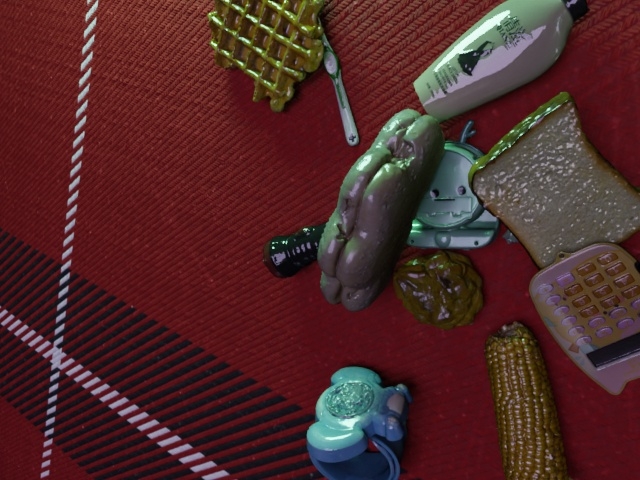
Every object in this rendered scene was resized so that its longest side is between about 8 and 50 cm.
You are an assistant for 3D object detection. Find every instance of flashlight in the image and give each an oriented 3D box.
[{"bbox_3d":[0.000,0.000,0.938,0.232,0.093,0.093,-24,84,28],"label":"flashlight"}]

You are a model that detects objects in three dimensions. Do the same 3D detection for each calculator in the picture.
[{"bbox_3d":[0.408,0.105,0.704,0.157,0.033,0.236,-35,98,30],"label":"calculator"}]

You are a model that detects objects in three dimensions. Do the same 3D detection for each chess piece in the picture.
[{"bbox_3d":[0.311,-0.038,0.776,0.042,0.042,0.093,23,115,27],"label":"chess piece"}]

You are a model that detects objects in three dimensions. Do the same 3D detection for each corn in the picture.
[{"bbox_3d":[0.321,0.276,0.771,0.106,0.106,0.293,-11,90,32],"label":"corn"}]

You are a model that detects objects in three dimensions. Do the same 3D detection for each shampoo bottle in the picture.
[{"bbox_3d":[0.268,-0.280,0.744,0.257,0.078,0.127,-31,70,27],"label":"shampoo bottle"}]

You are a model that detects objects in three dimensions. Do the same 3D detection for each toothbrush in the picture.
[{"bbox_3d":[0.021,-0.321,0.917,0.030,0.030,0.304,-16,88,32],"label":"toothbrush"}]

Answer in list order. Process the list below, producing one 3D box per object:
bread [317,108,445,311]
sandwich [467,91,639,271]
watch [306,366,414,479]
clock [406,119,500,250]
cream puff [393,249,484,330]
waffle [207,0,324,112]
[{"bbox_3d":[0.082,-0.034,0.756,0.102,0.183,0.337,27,110,18],"label":"bread"},{"bbox_3d":[0.334,-0.069,0.697,0.214,0.065,0.186,43,118,-6],"label":"sandwich"},{"bbox_3d":[0.077,0.362,0.901,0.211,0.211,0.193,4,119,31],"label":"watch"},{"bbox_3d":[0.207,-0.091,0.814,0.159,0.066,0.211,-1,95,31],"label":"clock"},{"bbox_3d":[0.192,0.084,0.818,0.146,0.116,0.146,2,94,33],"label":"cream puff"},{"bbox_3d":[-0.114,-0.412,0.954,0.281,0.058,0.301,-36,77,38],"label":"waffle"}]
